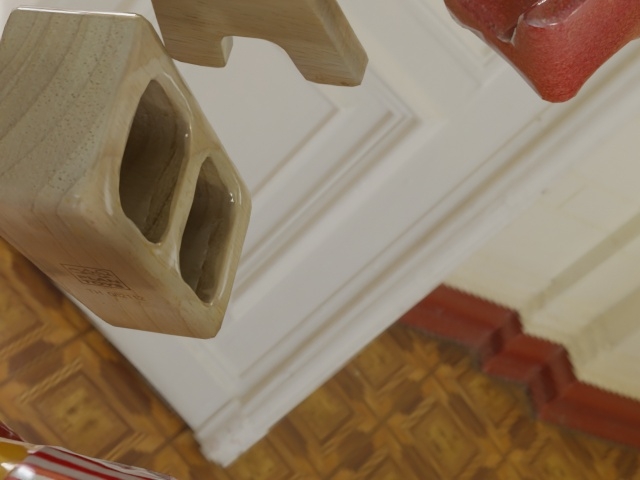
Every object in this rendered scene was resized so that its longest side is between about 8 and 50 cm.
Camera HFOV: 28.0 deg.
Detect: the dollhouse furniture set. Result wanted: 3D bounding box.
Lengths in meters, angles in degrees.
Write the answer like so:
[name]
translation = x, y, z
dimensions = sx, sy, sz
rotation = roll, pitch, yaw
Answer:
[dollhouse furniture set]
translation = 0.000, 0.000, 0.353
dimensions = 0.152, 0.201, 0.374
rotation = 62, 41, -64
